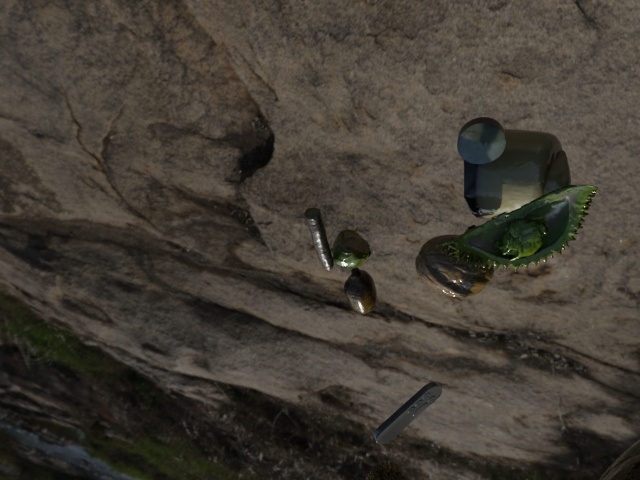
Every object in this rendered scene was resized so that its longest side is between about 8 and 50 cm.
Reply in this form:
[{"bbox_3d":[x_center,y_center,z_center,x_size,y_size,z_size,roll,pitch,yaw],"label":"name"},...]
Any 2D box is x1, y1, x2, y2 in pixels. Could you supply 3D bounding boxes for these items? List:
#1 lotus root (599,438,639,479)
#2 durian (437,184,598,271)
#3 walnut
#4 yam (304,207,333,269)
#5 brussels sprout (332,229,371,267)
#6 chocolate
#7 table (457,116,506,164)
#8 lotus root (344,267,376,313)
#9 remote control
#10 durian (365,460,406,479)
[{"bbox_3d":[0.787,0.528,0.951,0.346,0.250,0.250,-40,118,4],"label":"lotus root"},{"bbox_3d":[0.462,-0.028,1.070,0.356,0.157,0.169,-24,126,15],"label":"durian"},{"bbox_3d":[0.447,0.081,1.496,0.261,0.224,0.225,19,141,-13],"label":"walnut"},{"bbox_3d":[0.000,0.000,1.581,0.061,0.061,0.274,4,136,20],"label":"yam"},{"bbox_3d":[0.107,0.042,1.719,0.152,0.149,0.122,27,123,-18],"label":"brussels sprout"},{"bbox_3d":[0.662,-0.232,1.474,0.297,0.314,0.325,-2,95,39],"label":"chocolate"},{"bbox_3d":[0.469,-0.291,1.304,0.134,0.043,0.133,10,131,11],"label":"table"},{"bbox_3d":[0.171,0.209,1.907,0.129,0.145,0.260,11,140,27],"label":"lotus root"},{"bbox_3d":[0.250,0.493,1.273,0.245,0.022,0.077,-45,128,5],"label":"remote control"},{"bbox_3d":[0.270,0.961,1.748,0.165,0.182,0.132,-18,140,13],"label":"durian"}]
